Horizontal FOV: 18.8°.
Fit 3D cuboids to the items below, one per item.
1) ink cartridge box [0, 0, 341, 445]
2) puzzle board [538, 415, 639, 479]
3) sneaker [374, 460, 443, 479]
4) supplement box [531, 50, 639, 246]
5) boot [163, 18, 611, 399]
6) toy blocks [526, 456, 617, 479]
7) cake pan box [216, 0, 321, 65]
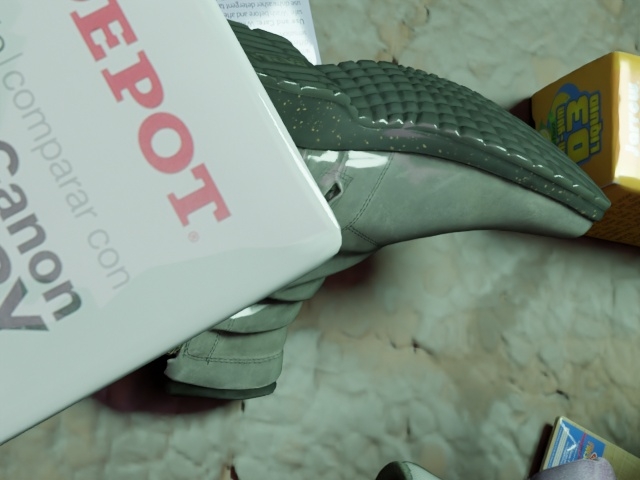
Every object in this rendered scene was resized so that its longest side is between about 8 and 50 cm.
[{"bbox_3d":[-0.227,-0.025,0.659,0.385,0.160,0.279,-29,91,-11],"label":"ink cartridge box"},{"bbox_3d":[0.138,0.165,0.969,0.096,0.011,0.128,29,65,-19],"label":"puzzle board"},{"bbox_3d":[-0.013,0.202,0.836,0.108,0.100,0.271,49,54,1],"label":"sneaker"},{"bbox_3d":[0.227,-0.033,1.028,0.233,0.080,0.078,9,71,-25],"label":"supplement box"},{"bbox_3d":[0.000,0.000,0.874,0.246,0.083,0.161,13,113,-31],"label":"boot"},{"bbox_3d":[0.257,0.112,0.908,0.288,0.309,0.260,59,18,-44],"label":"toy blocks"},{"bbox_3d":[-0.140,-0.154,0.861,0.267,0.070,0.245,-8,80,-30],"label":"cake pan box"}]
